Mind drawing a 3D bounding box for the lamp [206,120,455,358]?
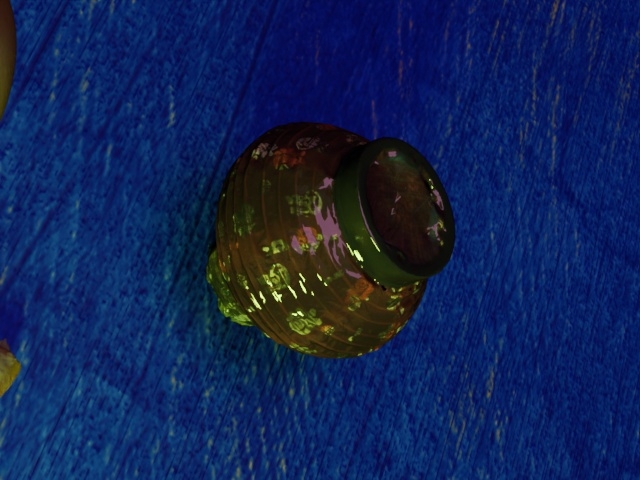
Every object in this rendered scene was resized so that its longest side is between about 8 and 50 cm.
[{"bbox_3d":[0.000,0.000,1.788,0.247,0.247,0.247,22,57,-38],"label":"lamp"}]

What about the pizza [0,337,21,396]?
[{"bbox_3d":[-0.337,0.067,1.536,0.185,0.052,0.195,-30,94,-52],"label":"pizza"}]

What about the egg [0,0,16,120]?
[{"bbox_3d":[-0.366,-0.135,1.449,0.250,0.250,0.322,51,37,-17],"label":"egg"}]
